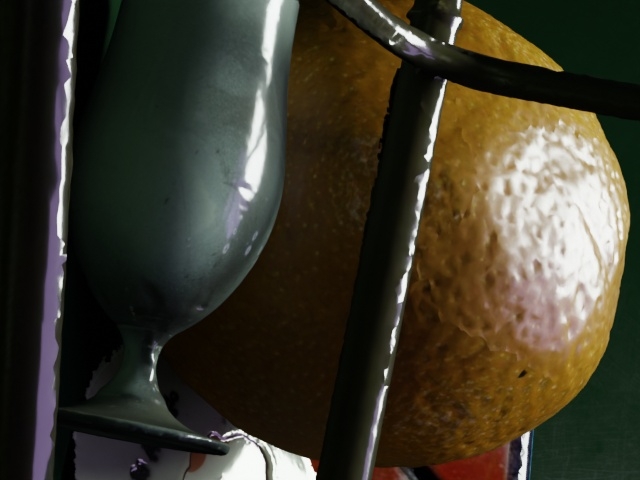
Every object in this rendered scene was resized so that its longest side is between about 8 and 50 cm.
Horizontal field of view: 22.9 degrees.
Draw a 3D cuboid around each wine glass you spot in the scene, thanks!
[{"bbox_3d":[-0.063,-0.016,0.669,0.093,0.093,0.202,89,11,-77],"label":"wine glass"}]

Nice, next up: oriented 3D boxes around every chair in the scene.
[{"bbox_3d":[0.081,0.026,0.483,0.365,0.362,0.410,28,78,-63],"label":"chair"}]

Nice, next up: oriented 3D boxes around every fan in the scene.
[{"bbox_3d":[-0.020,0.187,0.862,0.329,0.009,0.190,48,38,-24],"label":"fan"}]

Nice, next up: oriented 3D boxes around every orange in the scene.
[{"bbox_3d":[0.033,-0.005,0.820,0.264,0.264,0.264,9,90,-88],"label":"orange"}]

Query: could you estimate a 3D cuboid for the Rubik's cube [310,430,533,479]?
[{"bbox_3d":[0.011,0.142,1.086,0.260,0.255,0.259,96,5,-64],"label":"Rubik's cube"}]
